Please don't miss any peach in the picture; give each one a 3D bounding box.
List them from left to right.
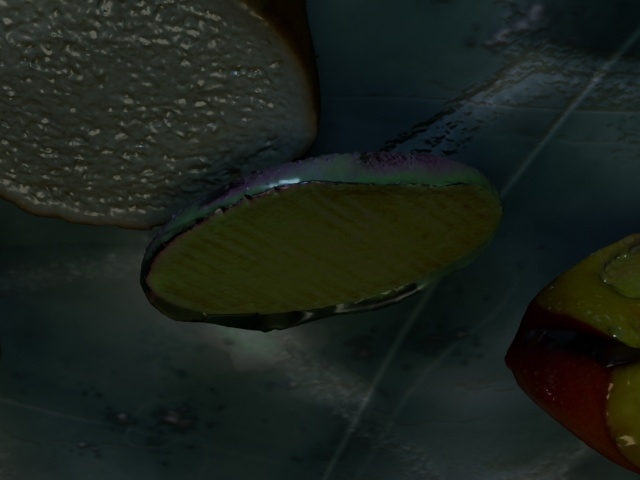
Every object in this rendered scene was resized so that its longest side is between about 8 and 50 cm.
[{"bbox_3d":[0.248,0.074,0.991,0.267,0.159,0.154,-15,115,-1],"label":"peach"}]

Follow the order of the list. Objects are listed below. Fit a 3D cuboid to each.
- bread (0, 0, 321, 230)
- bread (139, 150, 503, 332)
[{"bbox_3d":[-0.114,-0.103,0.894,0.236,0.070,0.236,1,136,1],"label":"bread"},{"bbox_3d":[0.000,0.000,0.969,0.228,0.033,0.228,-10,157,-4],"label":"bread"}]
